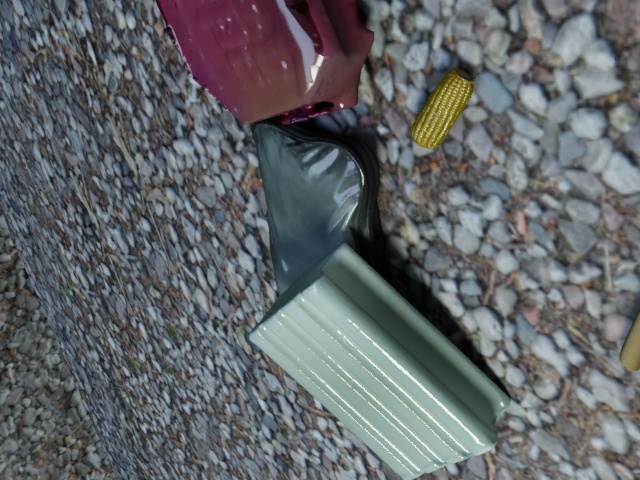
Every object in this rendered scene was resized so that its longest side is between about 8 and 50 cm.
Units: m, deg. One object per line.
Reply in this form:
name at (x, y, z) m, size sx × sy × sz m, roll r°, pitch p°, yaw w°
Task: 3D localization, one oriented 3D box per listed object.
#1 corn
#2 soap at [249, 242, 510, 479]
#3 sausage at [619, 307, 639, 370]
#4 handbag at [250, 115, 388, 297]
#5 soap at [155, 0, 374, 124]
corn at (0.116, -0.125, 0.664) m, size 0.037 × 0.037 × 0.092 m, roll 47°, pitch 138°, yaw 15°
soap at (0.065, 0.145, 0.796) m, size 0.265 × 0.087 × 0.160 m, roll 43°, pitch 136°, yaw -5°
sausage at (0.290, 0.063, 0.602) m, size 0.024 × 0.024 × 0.132 m, roll 32°, pitch 136°, yaw 31°
handbag at (0.000, -0.002, 0.856) m, size 0.191 × 0.075 × 0.332 m, roll 24°, pitch 134°, yaw 41°
soap at (-0.074, -0.267, 0.714) m, size 0.220 × 0.127 × 0.325 m, roll -15°, pitch 103°, yaw 54°
